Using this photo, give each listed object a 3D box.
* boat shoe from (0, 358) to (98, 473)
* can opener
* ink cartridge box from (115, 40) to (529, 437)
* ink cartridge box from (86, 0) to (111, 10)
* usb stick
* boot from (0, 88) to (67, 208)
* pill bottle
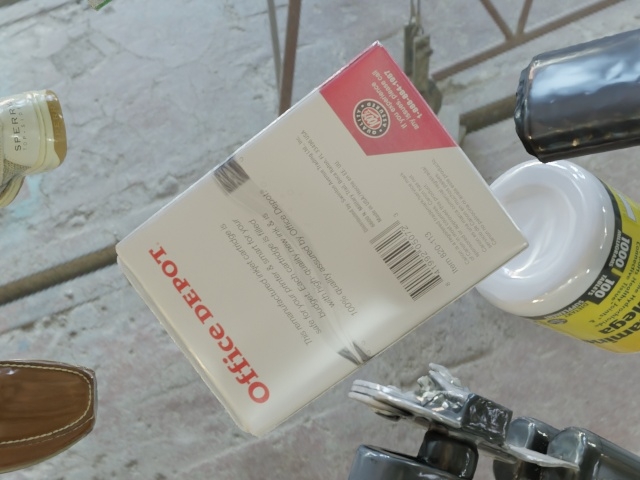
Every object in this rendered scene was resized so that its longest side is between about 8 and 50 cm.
[{"bbox_3d":[-0.395,0.178,0.757,0.324,0.120,0.122,-5,71,-9],"label":"boat shoe"},{"bbox_3d":[0.127,0.142,0.417,0.280,0.074,0.093,24,79,-24],"label":"can opener"},{"bbox_3d":[0.000,0.000,0.659,0.283,0.117,0.207,-36,91,8],"label":"ink cartridge box"},{"bbox_3d":[-0.241,-0.376,0.866,0.154,0.093,0.212,-34,42,1],"label":"ink cartridge box"},{"bbox_3d":[0.227,-0.090,0.348,0.278,0.045,0.077,-8,42,34],"label":"usb stick"},{"bbox_3d":[-0.373,-0.071,0.682,0.203,0.262,0.095,-12,92,-41],"label":"boot"},{"bbox_3d":[0.353,0.037,0.947,0.188,0.334,0.188,-26,54,43],"label":"pill bottle"}]
